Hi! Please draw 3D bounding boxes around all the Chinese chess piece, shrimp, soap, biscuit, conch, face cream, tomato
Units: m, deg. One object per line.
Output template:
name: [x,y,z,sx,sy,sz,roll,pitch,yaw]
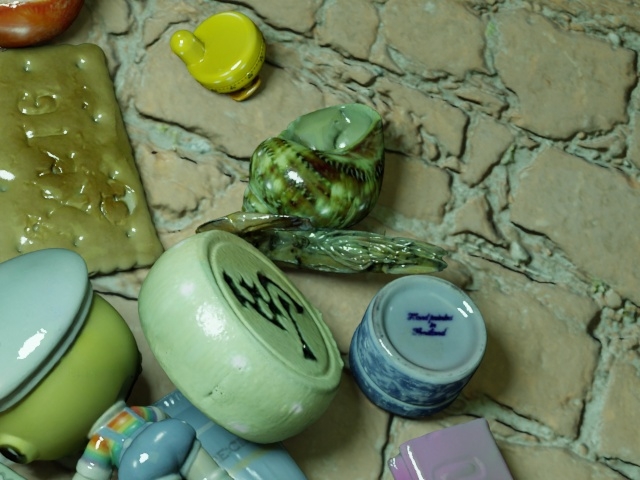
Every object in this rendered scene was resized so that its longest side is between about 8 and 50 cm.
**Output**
Chinese chess piece: [-0.086,0.103,1.739,0.250,0.101,0.250,42,19,-19]
shrimp: [0.000,0.000,1.832,0.296,0.169,0.058,3,78,6]
soap: [0.172,0.314,1.793,0.122,0.065,0.203,-15,67,-25]
biscuit: [-0.323,-0.099,1.886,0.217,0.044,0.325,-6,62,-24]
conch: [-0.009,-0.083,1.941,0.181,0.124,0.187,-4,33,-9]
face cream: [-0.042,0.303,1.719,0.135,0.086,0.385,-33,70,-23]
tomato: [-0.388,-0.313,1.946,0.236,0.095,0.237,2,42,-2]

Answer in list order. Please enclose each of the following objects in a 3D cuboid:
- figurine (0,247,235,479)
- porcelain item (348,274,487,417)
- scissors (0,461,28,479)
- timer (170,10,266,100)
figurine: [-0.220,0.160,1.645,0.382,0.205,0.224,31,55,1]
porcelain item: [0.112,0.126,1.854,0.147,0.114,0.147,9,56,-13]
scissors: [-0.273,0.300,1.664,0.289,0.041,0.138,36,60,3]
timer: [-0.126,-0.243,1.998,0.107,0.109,0.107,-12,62,23]
